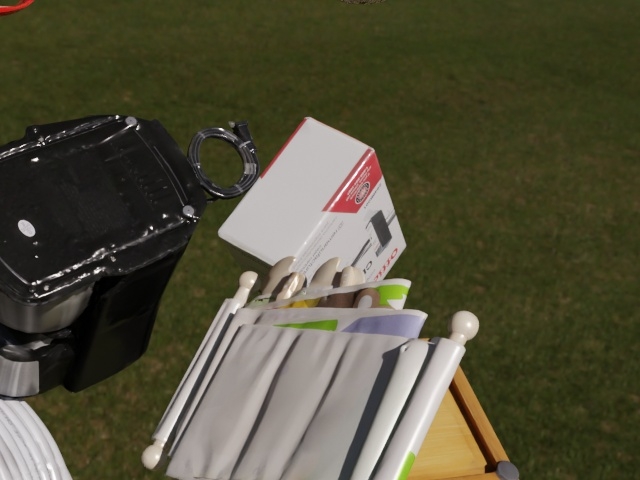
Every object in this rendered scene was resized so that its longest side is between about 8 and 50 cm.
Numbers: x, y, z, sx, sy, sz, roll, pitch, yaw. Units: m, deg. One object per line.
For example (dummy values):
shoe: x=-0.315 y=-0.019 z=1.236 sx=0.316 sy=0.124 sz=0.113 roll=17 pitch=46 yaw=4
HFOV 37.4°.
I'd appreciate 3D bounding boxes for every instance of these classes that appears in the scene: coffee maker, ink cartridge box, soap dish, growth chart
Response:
coffee maker: x=-0.137 y=0.016 z=0.584 sx=0.171 sy=0.178 sz=0.120 roll=-2 pitch=64 yaw=-20
ink cartridge box: x=0.000 y=0.000 z=1.266 sx=0.114 sy=0.273 sz=0.197 roll=29 pitch=74 yaw=25
soap dish: x=0.042 y=0.204 z=0.943 sx=0.291 sy=0.118 sz=0.228 roll=1 pitch=44 yaw=-27
growth chart: x=-0.015 y=0.082 z=0.538 sx=0.237 sy=0.021 sz=0.172 roll=4 pitch=55 yaw=53

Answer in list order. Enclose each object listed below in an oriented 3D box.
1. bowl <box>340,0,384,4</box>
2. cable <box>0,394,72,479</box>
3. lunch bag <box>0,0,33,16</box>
bowl: x=0.017 y=-0.260 z=0.797 sx=0.170 sy=0.170 sz=0.080 roll=24 pitch=57 yaw=33
cable: x=-0.287 y=0.197 z=0.616 sx=0.257 sy=0.257 sz=0.089 roll=-23 pitch=-10 yaw=9
lunch bag: x=-0.313 y=-0.300 z=0.753 sx=0.120 sy=0.258 sz=0.293 roll=3 pitch=48 yaw=46
